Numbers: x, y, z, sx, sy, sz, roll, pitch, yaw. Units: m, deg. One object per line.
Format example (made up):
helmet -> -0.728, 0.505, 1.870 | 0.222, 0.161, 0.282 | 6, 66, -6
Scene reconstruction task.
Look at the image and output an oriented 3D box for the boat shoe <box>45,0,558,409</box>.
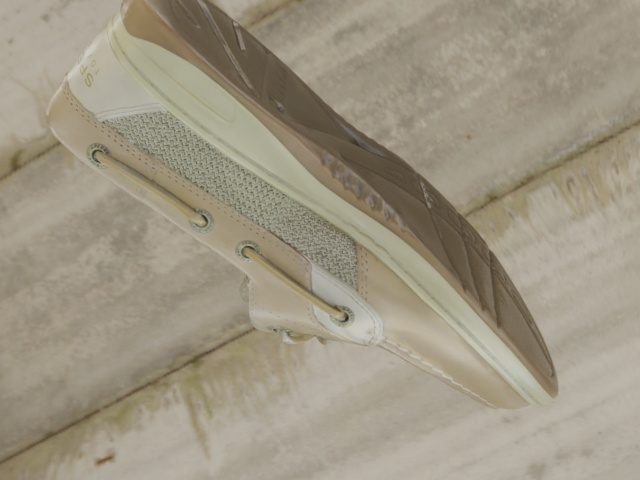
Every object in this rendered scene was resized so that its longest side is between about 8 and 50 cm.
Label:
boat shoe -> 0.000, 0.000, 0.476 | 0.302, 0.109, 0.098 | 39, -67, -19
